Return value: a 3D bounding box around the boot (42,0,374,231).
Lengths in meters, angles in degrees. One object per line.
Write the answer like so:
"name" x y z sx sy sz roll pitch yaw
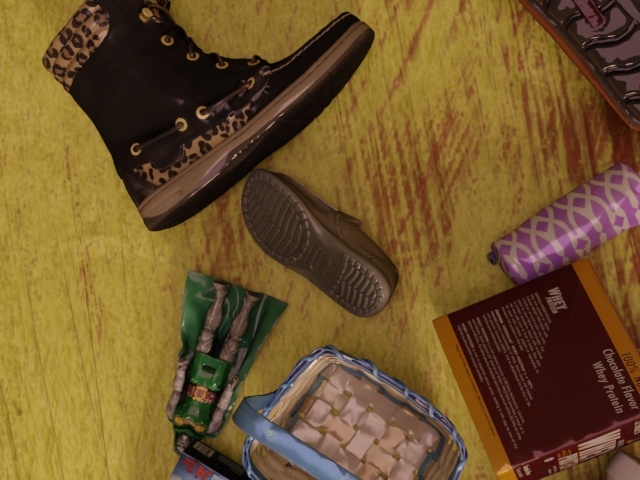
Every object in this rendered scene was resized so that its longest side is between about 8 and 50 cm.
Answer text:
"boot" -0.149 -0.227 1.119 0.377 0.138 0.284 -40 83 10

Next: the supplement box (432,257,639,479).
"supplement box" 0.261 0.158 1.015 0.194 0.129 0.191 -24 61 6

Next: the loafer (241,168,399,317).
"loafer" 0.000 0.000 1.119 0.251 0.087 0.094 44 120 18

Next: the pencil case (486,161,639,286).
"pencil case" 0.309 -0.009 1.072 0.206 0.086 0.088 -34 118 7

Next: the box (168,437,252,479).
"box" -0.098 0.377 1.106 0.233 0.044 0.159 29 107 8

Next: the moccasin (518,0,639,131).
"moccasin" 0.324 -0.303 1.063 0.139 0.147 0.380 -41 87 19

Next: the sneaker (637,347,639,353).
"sneaker" 0.416 0.143 1.056 0.068 0.071 0.170 33 93 8

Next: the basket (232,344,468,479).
"basket" 0.041 0.246 0.990 0.254 0.289 0.201 33 87 11

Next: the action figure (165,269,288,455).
"action figure" -0.144 0.170 1.137 0.137 0.063 0.232 19 94 5

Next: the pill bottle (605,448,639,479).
"pill bottle" 0.332 0.386 1.015 0.153 0.153 0.265 32 91 8
